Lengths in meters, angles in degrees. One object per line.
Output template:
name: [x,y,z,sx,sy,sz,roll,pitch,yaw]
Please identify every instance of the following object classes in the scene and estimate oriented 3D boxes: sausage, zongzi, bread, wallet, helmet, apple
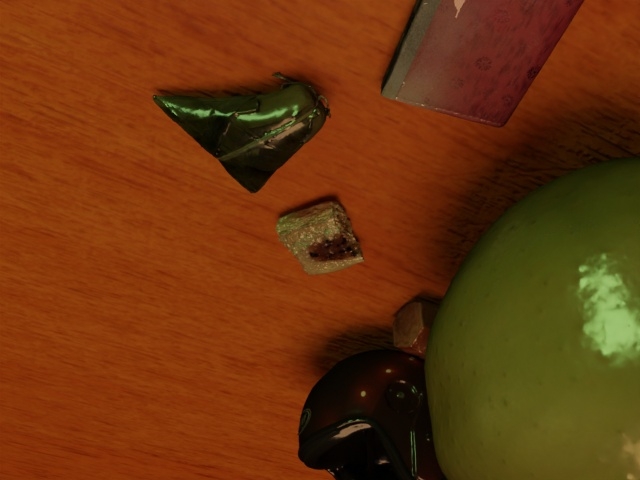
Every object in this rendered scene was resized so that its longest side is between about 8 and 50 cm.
sausage: [0.167,0.129,0.780,0.169,0.065,0.065,25,130,-25]
zongzi: [-0.064,-0.111,0.548,0.119,0.055,0.109,40,121,-20]
bread: [0.000,0.000,0.669,0.070,0.035,0.083,-15,136,16]
wallet: [0.140,-0.190,0.484,0.119,0.025,0.232,13,134,-12]
helmet: [0.079,0.228,0.787,0.215,0.193,0.189,6,144,-13]
apple: [0.267,0.106,0.572,0.357,0.357,0.357,0,135,0]
